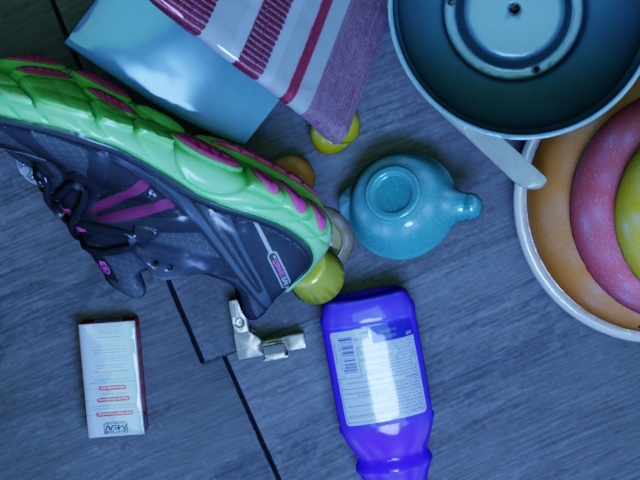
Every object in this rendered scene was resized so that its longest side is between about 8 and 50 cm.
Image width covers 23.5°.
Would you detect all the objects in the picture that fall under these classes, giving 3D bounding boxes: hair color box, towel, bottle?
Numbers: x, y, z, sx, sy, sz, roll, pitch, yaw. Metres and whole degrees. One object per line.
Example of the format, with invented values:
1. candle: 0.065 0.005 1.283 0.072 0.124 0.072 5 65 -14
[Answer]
1. hair color box: -0.252 0.166 1.872 0.072 0.043 0.141 -4 95 0
2. towel: -0.064 -0.288 1.711 0.329 0.037 0.237 36 57 -27
3. bottle: 0.077 0.200 1.854 0.118 0.092 0.283 -11 96 1

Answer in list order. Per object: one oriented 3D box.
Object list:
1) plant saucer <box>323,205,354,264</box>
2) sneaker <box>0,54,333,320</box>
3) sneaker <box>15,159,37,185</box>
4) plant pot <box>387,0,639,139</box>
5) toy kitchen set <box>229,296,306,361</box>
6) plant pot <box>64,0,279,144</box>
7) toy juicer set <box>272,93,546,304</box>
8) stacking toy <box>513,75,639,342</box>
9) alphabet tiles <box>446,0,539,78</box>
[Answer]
1. plant saucer: 0.000 0.000 1.871 0.083 0.015 0.083 0 96 -1
2. sneaker: -0.220 -0.048 1.668 0.482 0.185 0.202 26 103 -16
3. sneaker: -0.226 -0.088 1.818 0.281 0.115 0.105 22 100 -23
4. plant pot: 0.225 -0.265 1.744 0.293 0.196 0.293 0 96 4
5. toy kitchen set: -0.064 0.103 1.855 0.083 0.068 0.075 -10 96 0
6. plant pot: -0.150 -0.227 1.776 0.234 0.166 0.165 37 94 -12
7. toy juicer set: 0.083 -0.077 1.823 0.329 0.089 0.209 -26 70 9
8. stacking toy: 0.404 -0.028 1.639 0.350 0.480 0.351 0 97 0
9. alphabet tiles: 0.302 -0.303 1.846 0.198 0.009 0.237 41 94 -4
